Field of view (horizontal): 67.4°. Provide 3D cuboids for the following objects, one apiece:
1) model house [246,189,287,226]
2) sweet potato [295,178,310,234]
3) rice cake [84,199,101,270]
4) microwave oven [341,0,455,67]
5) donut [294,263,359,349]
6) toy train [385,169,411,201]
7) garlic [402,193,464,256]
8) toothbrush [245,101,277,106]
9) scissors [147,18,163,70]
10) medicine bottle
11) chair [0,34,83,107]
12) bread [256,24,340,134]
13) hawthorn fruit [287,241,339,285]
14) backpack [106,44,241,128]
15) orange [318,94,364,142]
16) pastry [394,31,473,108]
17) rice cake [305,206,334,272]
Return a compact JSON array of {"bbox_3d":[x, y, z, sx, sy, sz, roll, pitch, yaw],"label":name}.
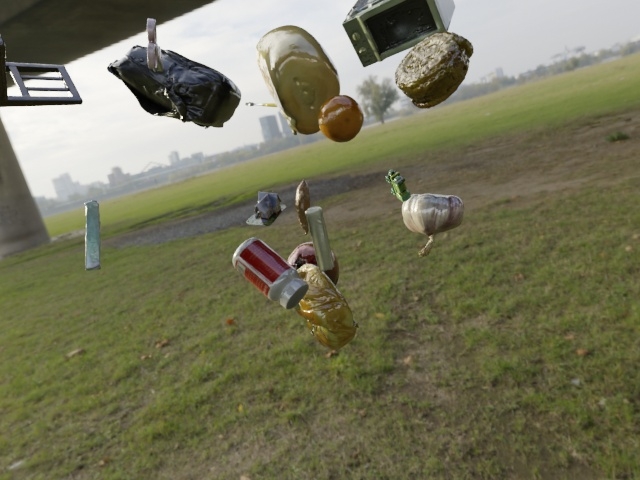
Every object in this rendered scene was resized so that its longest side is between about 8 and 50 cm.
[{"bbox_3d":[-0.215,-0.137,1.868,0.117,0.088,0.167,9,38,26],"label":"model house"},{"bbox_3d":[-0.066,-0.122,1.775,0.060,0.205,0.068,-2,8,23],"label":"sweet potato"},{"bbox_3d":[-0.674,-0.015,1.421,0.043,0.210,0.034,-1,-10,-24],"label":"rice cake"},{"bbox_3d":[0.296,-0.868,1.829,0.355,0.218,0.286,-11,40,35],"label":"microwave oven"},{"bbox_3d":[-0.010,0.253,1.846,0.170,0.360,0.360,-33,16,-15],"label":"donut"},{"bbox_3d":[0.277,-0.195,1.714,0.050,0.122,0.081,-33,42,-3],"label":"toy train"},{"bbox_3d":[0.433,-0.056,1.892,0.245,0.253,0.245,10,-6,1],"label":"garlic"},{"bbox_3d":[-0.251,-0.633,2.241,0.288,0.021,0.024,14,27,38],"label":"toothbrush"},{"bbox_3d":[-0.439,-0.491,1.276,0.031,0.118,0.242,0,2,-15],"label":"scissors"},{"bbox_3d":[-0.164,0.107,1.571,0.250,0.131,0.131,38,38,19],"label":"medicine bottle"},{"bbox_3d":[-0.888,-0.506,1.308,0.416,0.203,0.240,-18,-27,-39],"label":"chair"},{"bbox_3d":[-0.079,-0.618,1.795,0.253,0.348,0.376,-28,39,-3],"label":"bread"},{"bbox_3d":[-0.036,0.157,2.535,0.316,0.316,0.316,-15,12,3],"label":"hawthorn fruit"},{"bbox_3d":[-0.537,-0.563,1.766,0.446,0.254,0.363,28,10,0],"label":"backpack"},{"bbox_3d":[0.066,-0.405,1.598,0.156,0.156,0.124,-19,25,-17],"label":"orange"},{"bbox_3d":[0.340,-0.527,1.455,0.235,0.132,0.240,-48,37,19],"label":"pastry"},{"bbox_3d":[0.000,0.000,1.630,0.057,0.256,0.052,-11,32,4],"label":"rice cake"}]
